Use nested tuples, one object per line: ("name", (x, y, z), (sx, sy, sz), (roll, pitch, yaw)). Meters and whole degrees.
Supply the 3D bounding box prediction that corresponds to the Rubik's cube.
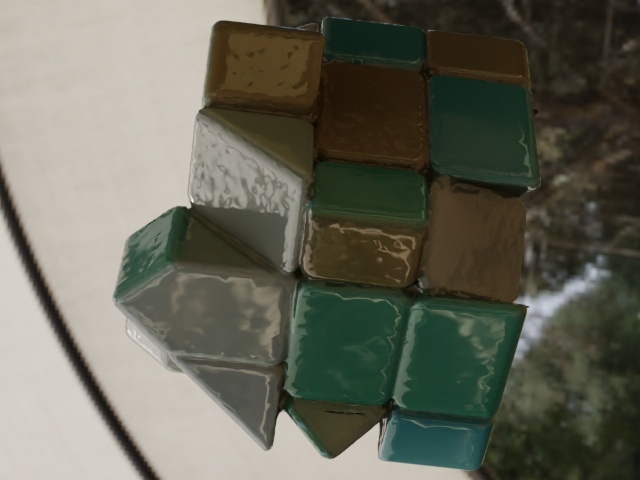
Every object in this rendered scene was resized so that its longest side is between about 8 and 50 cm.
("Rubik's cube", (0.000, 0.000, 0.850), (0.224, 0.213, 0.265), (-88, 4, -50))
